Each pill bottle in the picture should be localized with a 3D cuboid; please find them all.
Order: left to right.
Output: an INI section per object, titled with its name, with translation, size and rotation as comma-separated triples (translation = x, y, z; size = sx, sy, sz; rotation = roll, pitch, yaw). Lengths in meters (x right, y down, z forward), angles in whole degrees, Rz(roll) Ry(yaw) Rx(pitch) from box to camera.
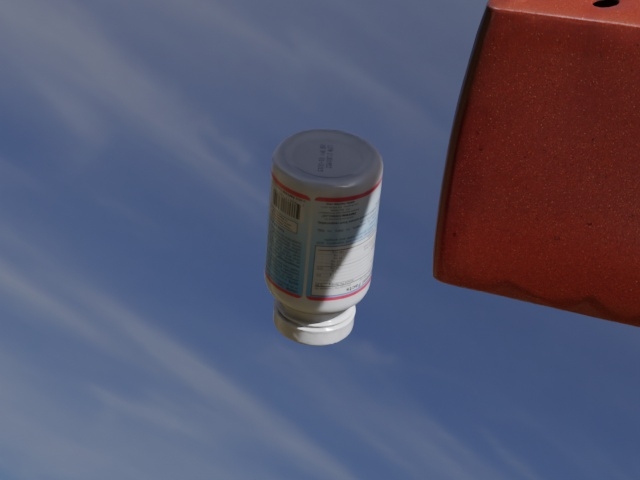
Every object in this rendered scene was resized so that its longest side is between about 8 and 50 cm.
[pill bottle]
translation = 0.000, 0.000, 1.354
size = 0.087, 0.087, 0.160
rotation = 20, -53, 20

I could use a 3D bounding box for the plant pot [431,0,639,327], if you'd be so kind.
[plant pot]
translation = 0.254, -0.106, 1.391
size = 0.267, 0.267, 0.236
rotation = 12, -55, 30
